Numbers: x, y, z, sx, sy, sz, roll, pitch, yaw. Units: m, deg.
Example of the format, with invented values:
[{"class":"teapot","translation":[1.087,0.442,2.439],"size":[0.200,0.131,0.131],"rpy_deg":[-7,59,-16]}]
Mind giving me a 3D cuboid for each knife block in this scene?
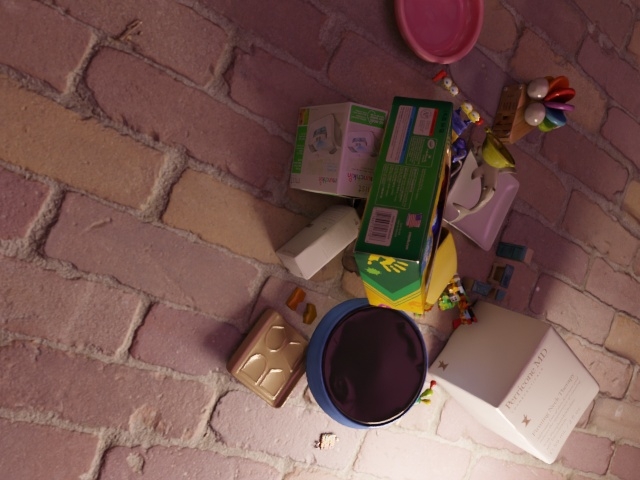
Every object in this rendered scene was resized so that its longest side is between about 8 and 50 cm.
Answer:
[{"class":"knife block","translation":[0.727,-0.434,2.040],"size":[0.242,0.088,0.275],"rpy_deg":[16,89,-31]}]

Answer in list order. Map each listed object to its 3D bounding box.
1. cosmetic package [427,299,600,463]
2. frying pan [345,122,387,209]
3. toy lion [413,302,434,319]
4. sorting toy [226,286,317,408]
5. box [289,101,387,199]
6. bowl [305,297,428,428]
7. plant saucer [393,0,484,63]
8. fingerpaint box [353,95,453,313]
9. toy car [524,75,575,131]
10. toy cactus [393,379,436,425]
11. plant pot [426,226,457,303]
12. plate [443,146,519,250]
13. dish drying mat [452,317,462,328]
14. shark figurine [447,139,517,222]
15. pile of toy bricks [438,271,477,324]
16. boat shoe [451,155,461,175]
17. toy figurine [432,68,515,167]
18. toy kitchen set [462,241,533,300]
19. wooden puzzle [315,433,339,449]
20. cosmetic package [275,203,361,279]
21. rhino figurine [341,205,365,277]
[{"class":"cosmetic package","translation":[0.653,0.470,2.004],"size":[0.394,0.327,0.329],"rpy_deg":[45,77,-29]},{"class":"frying pan","translation":[0.137,-0.242,1.689],"size":[0.053,0.197,0.325],"rpy_deg":[18,85,9]},{"class":"toy lion","translation":[0.333,0.203,1.947],"size":[0.100,0.034,0.096],"rpy_deg":[49,66,-27]},{"class":"sorting toy","translation":[-0.110,0.299,1.695],"size":[0.229,0.041,0.307],"rpy_deg":[48,67,-31]},{"class":"box","translation":[0.042,-0.234,1.563],"size":[0.127,0.262,0.230],"rpy_deg":[6,96,-31]},{"class":"bowl","translation":[0.149,0.364,1.757],"size":[0.392,0.077,0.390],"rpy_deg":[3,84,-24]},{"class":"plant saucer","translation":[0.345,-0.697,1.771],"size":[0.333,0.084,0.331],"rpy_deg":[-5,101,-29]},{"class":"fingerpaint box","translation":[0.235,-0.080,1.545],"size":[0.371,0.163,0.444],"rpy_deg":[68,35,-62]},{"class":"toy car","translation":[0.764,-0.448,1.928],"size":[0.159,0.136,0.181],"rpy_deg":[2,97,-32]},{"class":"toy cactus","translation":[0.281,0.523,1.936],"size":[0.219,0.112,0.180],"rpy_deg":[10,103,-40]},{"class":"plant pot","translation":[0.295,0.073,1.811],"size":[0.212,0.212,0.187],"rpy_deg":[-53,133,-13]},{"class":"plate","translation":[0.531,-0.143,1.997],"size":[0.278,0.045,0.277],"rpy_deg":[32,81,-30]},{"class":"dish drying mat","translation":[0.496,0.283,2.069],"size":[0.083,0.008,0.032],"rpy_deg":[-17,107,-27]},{"class":"shark figurine","translation":[0.519,-0.167,1.908],"size":[0.166,0.116,0.278],"rpy_deg":[20,77,2]},{"class":"pile of toy bricks","translation":[0.442,0.204,1.982],"size":[0.105,0.118,0.212],"rpy_deg":[-22,127,14]},{"class":"boat shoe","translation":[0.328,-0.194,1.841],"size":[0.268,0.088,0.096],"rpy_deg":[-25,110,-26]},{"class":"toy figurine","translation":[0.407,-0.319,1.835],"size":[0.217,0.191,0.362],"rpy_deg":[-38,92,19]},{"class":"toy kitchen set","translation":[0.607,0.098,2.037],"size":[0.166,0.122,0.207],"rpy_deg":[20,87,-32]},{"class":"wooden puzzle","translation":[0.021,0.627,1.842],"size":[0.083,0.006,0.049],"rpy_deg":[8,94,-32]},{"class":"cosmetic package","translation":[0.000,0.000,1.662],"size":[0.231,0.117,0.085],"rpy_deg":[-39,115,-21]},{"class":"rhino figurine","translation":[0.137,-0.009,1.754],"size":[0.073,0.106,0.243],"rpy_deg":[29,81,-60]}]
